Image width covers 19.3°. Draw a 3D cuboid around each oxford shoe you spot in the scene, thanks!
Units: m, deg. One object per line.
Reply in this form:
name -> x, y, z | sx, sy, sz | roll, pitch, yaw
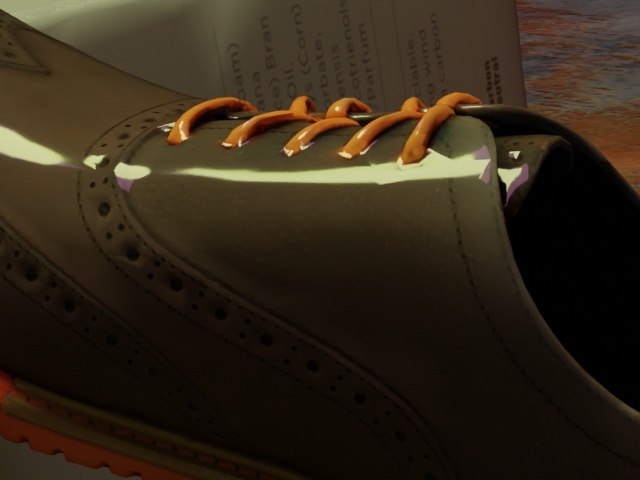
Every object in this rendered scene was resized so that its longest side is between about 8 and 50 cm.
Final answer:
oxford shoe -> 0.000, 0.000, 0.361 | 0.271, 0.098, 0.097 | 30, 33, 9

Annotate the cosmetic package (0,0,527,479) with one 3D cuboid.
cosmetic package -> -0.133, 0.007, 0.571 | 0.230, 0.161, 0.453 | 0, 15, 32
